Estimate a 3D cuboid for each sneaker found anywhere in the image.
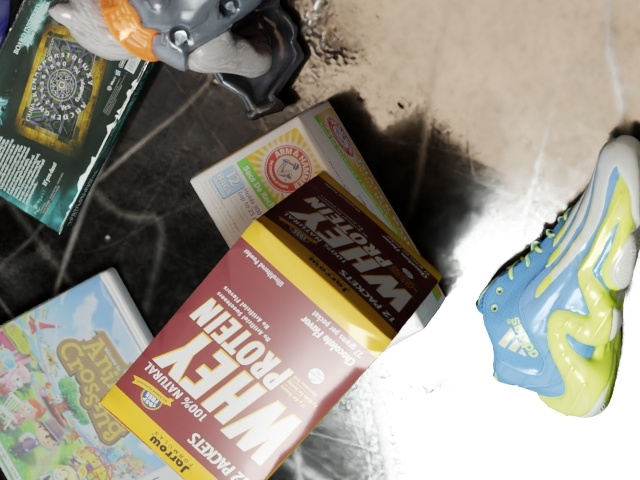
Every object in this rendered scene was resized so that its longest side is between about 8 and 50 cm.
[{"bbox_3d":[0.191,0.026,1.368,0.126,0.091,0.240,10,105,13],"label":"sneaker"}]

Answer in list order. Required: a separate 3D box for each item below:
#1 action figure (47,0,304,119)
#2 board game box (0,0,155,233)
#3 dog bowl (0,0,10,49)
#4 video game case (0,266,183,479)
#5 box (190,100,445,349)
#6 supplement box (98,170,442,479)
[{"bbox_3d":[-0.086,-0.272,1.327,0.330,0.178,0.341,-36,96,13],"label":"action figure"},{"bbox_3d":[-0.236,-0.116,1.479,0.126,0.026,0.186,32,108,6],"label":"board game box"},{"bbox_3d":[-0.408,-0.212,1.462,0.265,0.104,0.265,3,103,13],"label":"dog bowl"},{"bbox_3d":[-0.218,0.158,1.535,0.193,0.023,0.212,-27,94,18],"label":"video game case"},{"bbox_3d":[0.000,0.000,1.403,0.114,0.103,0.203,-30,93,18],"label":"box"},{"bbox_3d":[-0.032,0.073,1.269,0.129,0.194,0.191,42,109,3],"label":"supplement box"}]
